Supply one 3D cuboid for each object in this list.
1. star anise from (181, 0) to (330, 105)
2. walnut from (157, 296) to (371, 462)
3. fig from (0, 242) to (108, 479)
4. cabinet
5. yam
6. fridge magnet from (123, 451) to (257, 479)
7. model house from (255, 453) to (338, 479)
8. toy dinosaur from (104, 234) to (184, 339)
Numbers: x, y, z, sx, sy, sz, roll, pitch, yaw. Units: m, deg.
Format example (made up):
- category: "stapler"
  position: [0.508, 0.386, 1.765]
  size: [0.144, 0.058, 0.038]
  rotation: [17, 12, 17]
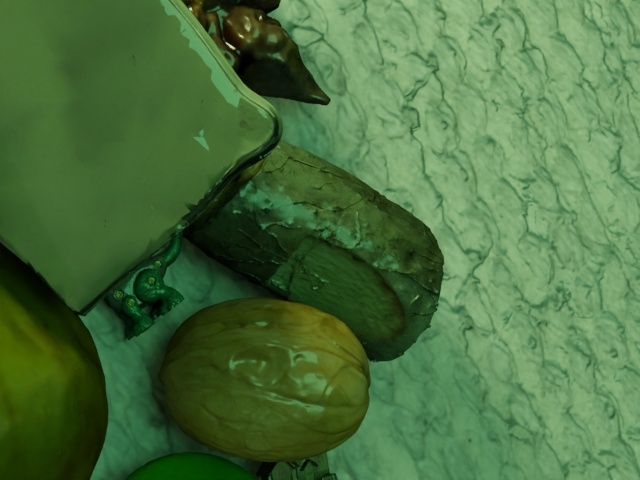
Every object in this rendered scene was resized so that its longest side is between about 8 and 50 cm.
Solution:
- category: "star anise"
  position: [-0.116, -0.239, 1.752]
  size: [0.349, 0.109, 0.292]
  rotation: [-19, 99, -32]
- category: "walnut"
  position: [-0.053, 0.133, 1.693]
  size: [0.206, 0.159, 0.159]
  rotation: [4, 78, -7]
- category: "fig"
  position: [-0.354, 0.127, 1.431]
  size: [0.343, 0.343, 0.343]
  rotation: [6, 78, -30]
- category: "cabinet"
  position: [-0.222, -0.134, 1.505]
  size: [0.227, 0.318, 0.290]
  rotation: [-42, 101, -3]
- category: "yam"
  position: [0.000, 0.000, 1.761]
  size: [0.254, 0.154, 0.154]
  rotation: [32, 66, -19]
- category: "fridge magnet"
  position: [-0.123, 0.303, 1.661]
  size: [0.208, 0.088, 0.208]
  rotation: [7, 77, -31]
- category: "model house"
  position: [-0.029, 0.221, 1.752]
  size: [0.083, 0.057, 0.058]
  rotation: [-8, 90, -30]
- category: "toy dinosaur"
  position: [-0.181, 0.036, 1.696]
  size: [0.132, 0.059, 0.096]
  rotation: [-42, 97, -22]
